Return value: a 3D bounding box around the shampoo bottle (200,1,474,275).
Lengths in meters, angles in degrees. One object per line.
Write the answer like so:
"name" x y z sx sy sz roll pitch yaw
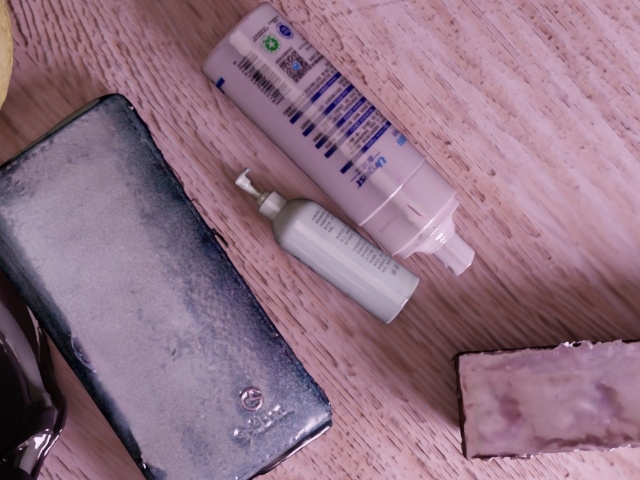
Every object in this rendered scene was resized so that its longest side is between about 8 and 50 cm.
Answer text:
"shampoo bottle" 0.027 -0.083 1.376 0.303 0.092 0.092 44 90 -3

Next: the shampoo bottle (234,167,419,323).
"shampoo bottle" 0.000 0.000 1.395 0.195 0.056 0.056 36 91 -1

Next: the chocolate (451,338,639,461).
"chocolate" 0.282 0.138 1.380 0.321 0.112 0.112 -5 90 0

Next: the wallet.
"wallet" -0.160 0.064 1.391 0.190 0.046 0.379 -34 91 -7

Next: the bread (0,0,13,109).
"bread" -0.417 -0.151 1.259 0.237 0.320 0.320 43 90 12

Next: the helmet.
"helmet" -0.359 0.151 1.311 0.177 0.305 0.225 -36 117 21
